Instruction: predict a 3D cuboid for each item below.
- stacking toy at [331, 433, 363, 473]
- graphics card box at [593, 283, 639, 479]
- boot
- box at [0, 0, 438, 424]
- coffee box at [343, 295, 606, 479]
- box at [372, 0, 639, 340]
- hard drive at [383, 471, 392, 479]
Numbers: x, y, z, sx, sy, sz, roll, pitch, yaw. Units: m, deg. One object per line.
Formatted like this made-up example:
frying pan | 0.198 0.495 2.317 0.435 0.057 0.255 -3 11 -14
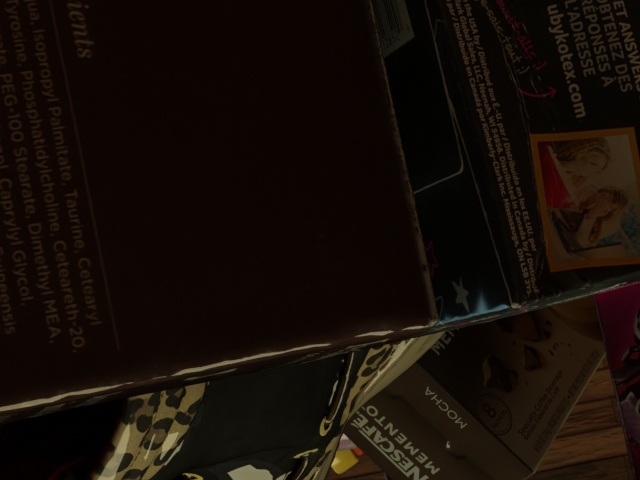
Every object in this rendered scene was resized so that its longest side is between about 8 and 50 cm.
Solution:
stacking toy | 0.013 0.114 1.635 0.130 0.279 0.309 -23 170 5
graphics card box | 0.293 0.041 0.892 0.233 0.370 0.094 -13 174 26
boot | -0.097 0.116 0.852 0.284 0.138 0.377 -9 146 -53
box | -0.092 -0.023 0.525 0.203 0.167 0.168 -10 174 -16
coffee box | 0.140 0.072 1.200 0.119 0.168 0.297 -46 180 44
box | 0.067 -0.049 0.614 0.142 0.163 0.247 -13 175 -22
hard drive | 0.105 0.134 1.575 0.064 0.338 0.237 -13 175 17
